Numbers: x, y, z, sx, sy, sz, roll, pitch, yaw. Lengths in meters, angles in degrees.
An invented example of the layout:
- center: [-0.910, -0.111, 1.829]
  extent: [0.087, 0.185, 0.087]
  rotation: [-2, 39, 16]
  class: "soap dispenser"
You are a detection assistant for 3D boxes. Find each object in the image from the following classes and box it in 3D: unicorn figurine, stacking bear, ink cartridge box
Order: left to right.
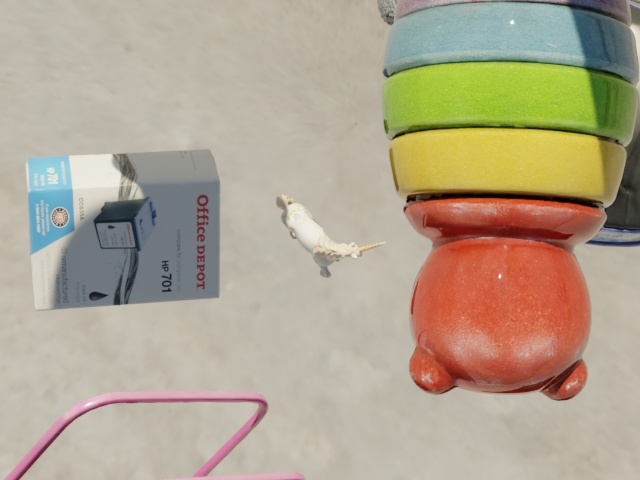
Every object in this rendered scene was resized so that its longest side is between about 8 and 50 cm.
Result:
- center: [-0.199, -0.012, 1.529]
  extent: [0.190, 0.082, 0.140]
  rotation: [-3, 117, -10]
  class: "ink cartridge box"
- center: [0.000, 0.000, 1.848]
  extent: [0.162, 0.111, 0.060]
  rotation: [33, 79, 14]
  class: "unicorn figurine"
- center: [0.109, -0.051, 0.899]
  extent: [0.175, 0.164, 0.289]
  rotation: [3, 86, -14]
  class: "stacking bear"

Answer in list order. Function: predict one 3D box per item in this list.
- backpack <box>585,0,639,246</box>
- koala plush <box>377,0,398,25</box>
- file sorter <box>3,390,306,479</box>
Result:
- center: [0.323, -0.126, 1.691]
  extent: [0.276, 0.213, 0.263]
  rotation: [12, 75, 13]
  class: "backpack"
- center: [0.144, -0.392, 1.734]
  extent: [0.203, 0.196, 0.221]
  rotation: [-24, 88, -22]
  class: "koala plush"
- center: [-0.084, 0.263, 1.000]
  extent: [0.182, 0.202, 0.291]
  rotation: [-47, 58, 30]
  class: "file sorter"
